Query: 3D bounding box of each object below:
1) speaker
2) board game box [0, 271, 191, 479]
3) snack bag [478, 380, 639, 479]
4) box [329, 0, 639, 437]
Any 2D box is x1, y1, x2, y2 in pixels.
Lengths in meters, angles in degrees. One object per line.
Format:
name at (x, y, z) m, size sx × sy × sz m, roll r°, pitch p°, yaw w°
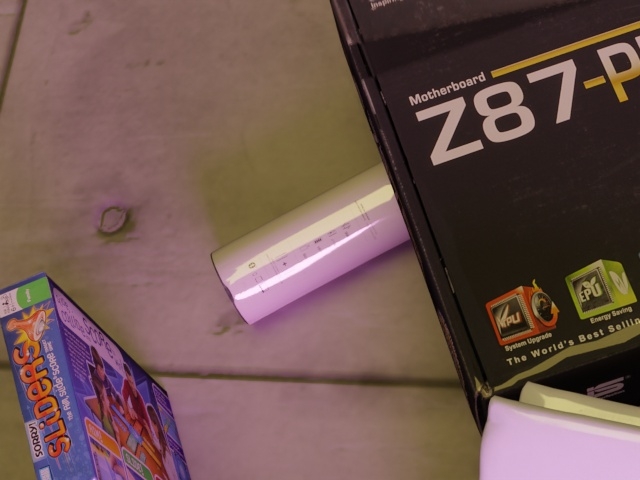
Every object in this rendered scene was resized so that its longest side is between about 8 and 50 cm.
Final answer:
speaker at (0.000, 0.000, 1.223) m, size 0.136 × 0.055 × 0.055 m, roll -29°, pitch 60°, yaw 4°
board game box at (-0.125, 0.119, 1.122) m, size 0.035 × 0.201 × 0.136 m, roll -22°, pitch 60°, yaw 7°
snack bag at (0.225, 0.261, 0.937) m, size 0.323 × 0.037 × 0.343 m, roll 10°, pitch 107°, yaw 21°
box at (0.234, -0.080, 1.136) m, size 0.395 × 0.097 × 0.318 m, roll -17°, pitch 58°, yaw 0°
